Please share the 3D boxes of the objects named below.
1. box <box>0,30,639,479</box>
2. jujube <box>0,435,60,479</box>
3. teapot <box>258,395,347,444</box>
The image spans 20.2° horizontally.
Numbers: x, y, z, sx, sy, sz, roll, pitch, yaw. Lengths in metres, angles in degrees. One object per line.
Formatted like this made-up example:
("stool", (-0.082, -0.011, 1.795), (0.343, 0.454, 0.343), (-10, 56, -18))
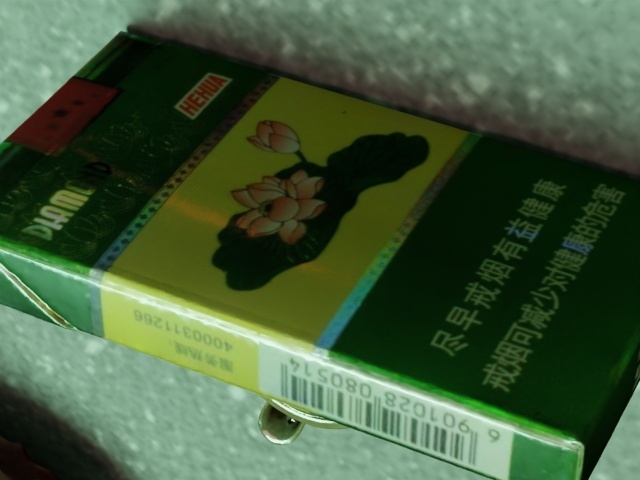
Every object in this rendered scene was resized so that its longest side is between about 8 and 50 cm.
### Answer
("box", (0.000, 0.000, 0.613), (0.235, 0.132, 0.034), (18, 133, 19))
("jujube", (-0.219, 0.139, 0.854), (0.230, 0.155, 0.155), (21, 133, 3))
("teapot", (0.022, 0.046, 0.671), (0.110, 0.080, 0.085), (27, 133, 12))
